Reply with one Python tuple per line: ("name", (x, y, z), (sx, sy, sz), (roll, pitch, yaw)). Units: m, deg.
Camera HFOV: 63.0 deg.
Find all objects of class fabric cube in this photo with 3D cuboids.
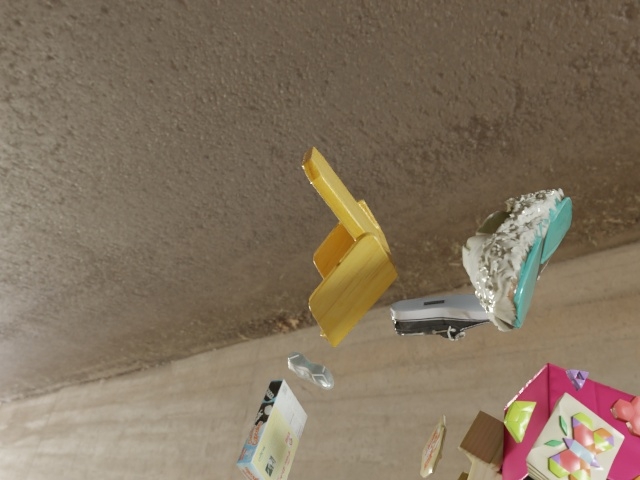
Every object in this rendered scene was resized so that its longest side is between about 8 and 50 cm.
("fabric cube", (0.621, 0.513, 1.289), (0.258, 0.258, 0.254), (20, 133, 5))

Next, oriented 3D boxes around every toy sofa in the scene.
("toy sofa", (0.486, 0.687, 1.517), (0.177, 0.150, 0.363), (24, 133, 29))

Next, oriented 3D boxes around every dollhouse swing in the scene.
("dollhouse swing", (0.000, 0.000, 1.259), (0.304, 0.347, 0.315), (37, 104, -10))

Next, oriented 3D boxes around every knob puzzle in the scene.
("knob puzzle", (0.376, 0.692, 1.700), (0.029, 0.213, 0.213), (24, 151, 6))

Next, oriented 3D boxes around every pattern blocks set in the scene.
("pattern blocks set", (0.496, 0.408, 1.010), (0.285, 0.325, 0.026), (23, 154, 8))

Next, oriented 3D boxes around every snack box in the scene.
("snack box", (-0.144, 0.625, 1.655), (0.060, 0.322, 0.187), (-15, 117, 25))

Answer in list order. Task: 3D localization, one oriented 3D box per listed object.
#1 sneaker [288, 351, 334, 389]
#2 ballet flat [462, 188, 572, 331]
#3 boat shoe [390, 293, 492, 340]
("sneaker", (-0.028, 0.375, 1.485), (0.152, 0.054, 0.061), (32, 140, 15))
("ballet flat", (0.313, 0.020, 0.867), (0.146, 0.409, 0.147), (15, 119, 29))
("boat shoe", (0.342, 0.215, 1.397), (0.306, 0.113, 0.105), (-7, 106, 17))
